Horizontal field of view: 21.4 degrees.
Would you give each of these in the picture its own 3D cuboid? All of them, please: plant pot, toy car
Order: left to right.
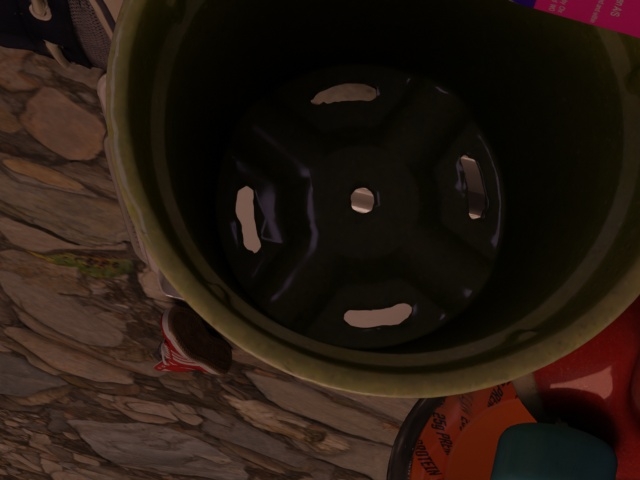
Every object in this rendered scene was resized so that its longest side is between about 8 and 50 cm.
[{"bbox_3d":[0.033,-0.042,0.892,0.276,0.276,0.254,18,168,0],"label":"plant pot"},{"bbox_3d":[0.254,0.077,1.015,0.238,0.219,0.210,-7,147,43],"label":"toy car"}]

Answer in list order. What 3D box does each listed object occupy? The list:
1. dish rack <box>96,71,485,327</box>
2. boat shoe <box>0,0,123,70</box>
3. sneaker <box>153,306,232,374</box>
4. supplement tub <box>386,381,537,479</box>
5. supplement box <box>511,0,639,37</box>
[{"bbox_3d":[0.000,0.000,1.217,0.333,0.072,0.285,13,156,7],"label":"dish rack"},{"bbox_3d":[-0.147,-0.179,0.831,0.158,0.127,0.340,9,156,9],"label":"boat shoe"},{"bbox_3d":[-0.135,0.093,1.558,0.067,0.042,0.118,2,155,26],"label":"sneaker"},{"bbox_3d":[0.158,0.199,1.304,0.207,0.207,0.338,14,170,9],"label":"supplement tub"},{"bbox_3d":[0.203,-0.139,0.695,0.220,0.111,0.114,16,157,1],"label":"supplement box"}]
